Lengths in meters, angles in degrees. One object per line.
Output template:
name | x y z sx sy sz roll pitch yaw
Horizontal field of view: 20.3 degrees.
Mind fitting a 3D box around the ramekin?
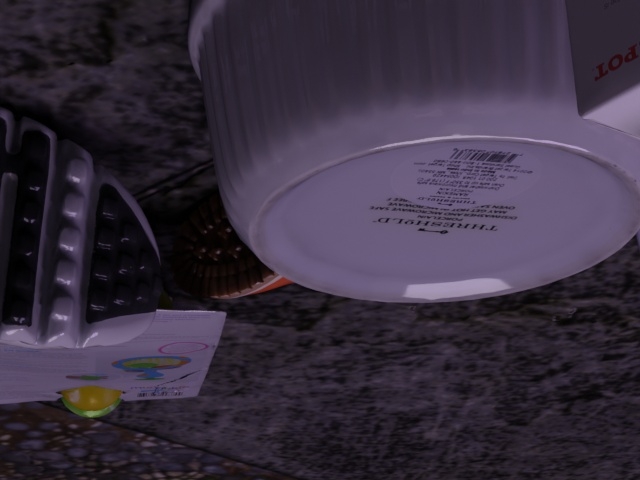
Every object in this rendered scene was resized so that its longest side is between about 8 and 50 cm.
ramekin | 0.048 -0.053 0.748 0.207 0.109 0.207 -2 156 -1

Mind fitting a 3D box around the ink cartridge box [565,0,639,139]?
ink cartridge box | 0.147 -0.093 0.625 0.090 0.143 0.092 16 150 -36

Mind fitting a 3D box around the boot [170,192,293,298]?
boot | 0.000 0.000 0.928 0.158 0.059 0.084 -18 157 27

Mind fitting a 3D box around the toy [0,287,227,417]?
toy | -0.131 0.050 1.022 0.136 0.056 0.237 -1 161 -8

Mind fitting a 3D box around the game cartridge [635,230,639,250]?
game cartridge | 0.246 -0.046 0.859 0.196 0.060 0.294 -2 156 7

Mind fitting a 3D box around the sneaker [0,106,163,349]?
sneaker | -0.217 -0.011 0.836 0.292 0.110 0.118 16 158 -20
